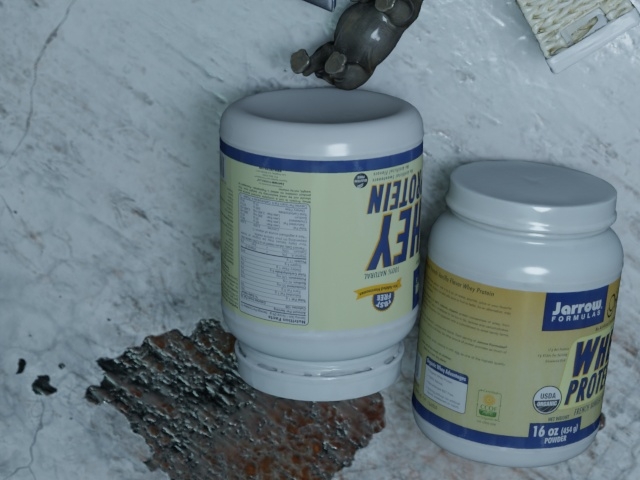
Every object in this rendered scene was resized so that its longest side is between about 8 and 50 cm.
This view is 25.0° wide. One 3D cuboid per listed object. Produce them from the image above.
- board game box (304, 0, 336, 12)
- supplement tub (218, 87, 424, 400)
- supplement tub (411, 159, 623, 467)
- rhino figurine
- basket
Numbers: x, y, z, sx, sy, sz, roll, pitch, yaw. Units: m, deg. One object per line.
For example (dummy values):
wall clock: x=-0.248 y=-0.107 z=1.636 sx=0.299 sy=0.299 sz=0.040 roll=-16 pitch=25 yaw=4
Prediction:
board game box: x=-0.034 y=-0.363 z=1.663 sx=0.194 sy=0.060 sz=0.194 roll=35 pitch=107 yaw=-7
supplement tub: x=0.000 y=0.000 z=1.685 sx=0.235 sy=0.235 sz=0.325 roll=2 pitch=108 yaw=5
supplement tub: x=0.231 y=0.081 z=1.694 sx=0.228 sy=0.228 sz=0.316 roll=5 pitch=109 yaw=3
rhino figurine: x=0.075 y=-0.269 z=1.662 sx=0.243 sy=0.106 sz=0.073 roll=-48 pitch=69 yaw=13
basket: x=0.282 y=-0.264 z=1.614 sx=0.113 sy=0.167 sz=0.103 roll=-32 pitch=96 yaw=14
